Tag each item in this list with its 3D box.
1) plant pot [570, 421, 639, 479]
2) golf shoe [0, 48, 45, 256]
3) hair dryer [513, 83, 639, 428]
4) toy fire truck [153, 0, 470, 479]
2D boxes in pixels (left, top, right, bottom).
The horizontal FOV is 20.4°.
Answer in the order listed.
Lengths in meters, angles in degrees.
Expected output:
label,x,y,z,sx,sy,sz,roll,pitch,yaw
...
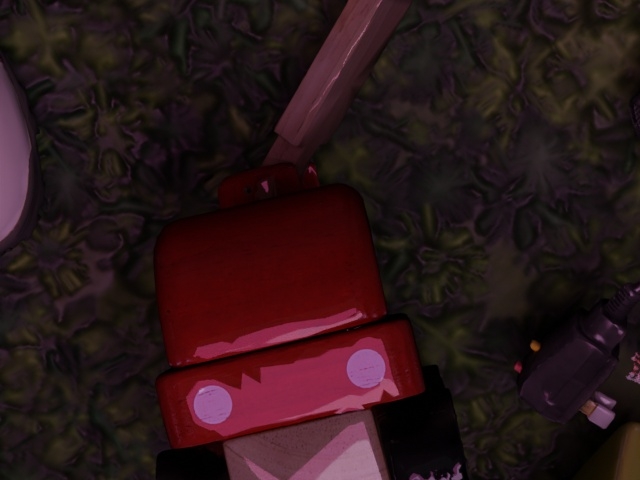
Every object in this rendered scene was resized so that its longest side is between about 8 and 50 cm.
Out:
label,x,y,z,sx,sy,sz,roll,pitch,yaw
plant pot,0.153,0.260,0.791,0.227,0.228,0.207,34,126,-9
golf shoe,-0.216,-0.098,0.762,0.105,0.120,0.273,-30,104,5
hair dryer,0.234,-0.017,0.826,0.223,0.080,0.293,20,109,-22
toy fire truck,0.000,0.000,0.751,0.158,0.217,0.246,-13,89,2
